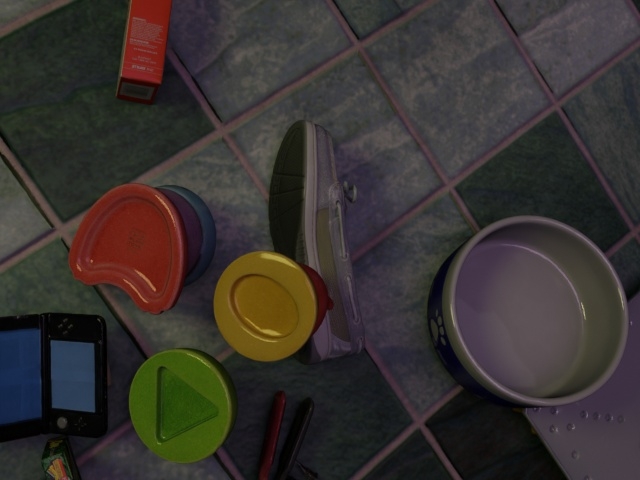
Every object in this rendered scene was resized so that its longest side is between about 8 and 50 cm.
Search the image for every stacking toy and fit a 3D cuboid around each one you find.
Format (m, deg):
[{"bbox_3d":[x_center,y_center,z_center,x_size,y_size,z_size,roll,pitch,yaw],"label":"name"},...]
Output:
[{"bbox_3d":[-0.157,0.092,0.859,0.308,0.130,0.280,31,101,15],"label":"stacking toy"}]

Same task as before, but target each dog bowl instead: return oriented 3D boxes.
[{"bbox_3d":[0.291,0.103,1.002,0.264,0.104,0.265,3,74,-10],"label":"dog bowl"}]

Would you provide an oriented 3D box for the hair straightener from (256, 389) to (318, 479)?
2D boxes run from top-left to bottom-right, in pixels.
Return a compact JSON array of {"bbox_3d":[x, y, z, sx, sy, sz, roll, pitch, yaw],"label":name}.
[{"bbox_3d":[-0.041,0.318,0.921,0.089,0.047,0.231,16,79,-16],"label":"hair straightener"}]

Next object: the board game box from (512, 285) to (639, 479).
[{"bbox_3d":[0.540,0.292,1.122,0.390,0.050,0.390,-37,96,-19],"label":"board game box"}]

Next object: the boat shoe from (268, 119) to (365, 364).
[{"bbox_3d":[0.001,0.001,0.942,0.103,0.118,0.321,-5,90,-28],"label":"boat shoe"}]

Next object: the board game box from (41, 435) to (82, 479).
[{"bbox_3d":[-0.260,0.355,0.797,0.030,0.136,0.260,-18,90,-22],"label":"board game box"}]

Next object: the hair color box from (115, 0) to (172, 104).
[{"bbox_3d":[-0.223,-0.270,0.903,0.053,0.093,0.167,7,82,-19],"label":"hair color box"}]

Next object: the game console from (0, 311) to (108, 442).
[{"bbox_3d":[-0.316,0.158,0.798,0.124,0.085,0.144,1,92,19],"label":"game console"}]
